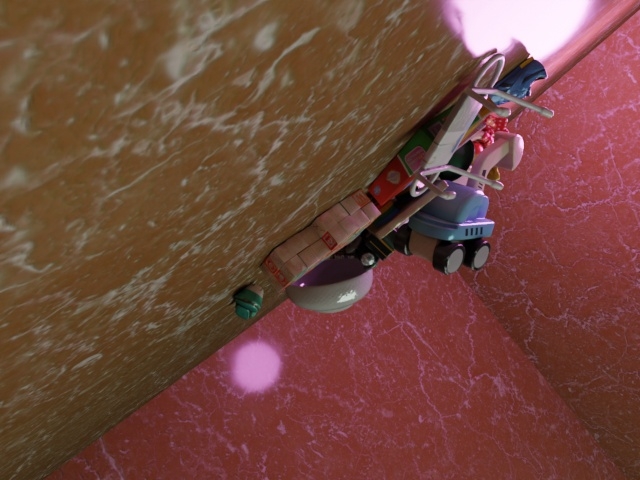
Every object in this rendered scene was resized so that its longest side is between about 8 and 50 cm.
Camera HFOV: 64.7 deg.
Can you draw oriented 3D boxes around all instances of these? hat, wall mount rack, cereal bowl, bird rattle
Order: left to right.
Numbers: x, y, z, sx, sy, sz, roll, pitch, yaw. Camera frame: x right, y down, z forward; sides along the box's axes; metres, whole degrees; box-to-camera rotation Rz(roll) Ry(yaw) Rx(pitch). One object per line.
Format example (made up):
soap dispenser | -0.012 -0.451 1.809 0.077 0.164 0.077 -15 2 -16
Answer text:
cereal bowl | 0.035 0.179 1.903 0.339 0.141 0.339 -8 -167 2
hat | 0.421 -0.315 1.784 0.173 0.183 0.208 -44 -146 35
bird rattle | 0.603 -0.341 1.899 0.207 0.143 0.253 -13 126 -21
wall mount rack | 0.356 -0.216 1.111 0.304 0.130 0.350 -18 143 -49

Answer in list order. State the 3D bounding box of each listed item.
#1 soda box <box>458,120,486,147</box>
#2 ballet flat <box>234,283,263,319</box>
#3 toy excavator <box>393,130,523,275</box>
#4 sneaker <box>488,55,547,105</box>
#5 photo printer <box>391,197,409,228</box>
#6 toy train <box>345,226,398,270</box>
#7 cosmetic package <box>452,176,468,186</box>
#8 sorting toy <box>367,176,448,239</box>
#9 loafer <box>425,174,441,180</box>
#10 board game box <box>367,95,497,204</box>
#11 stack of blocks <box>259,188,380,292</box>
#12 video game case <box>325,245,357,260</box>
soda box | 0.431 -0.324 1.593 0.183 0.058 0.063 -39 174 15
ballet flat | -0.211 0.173 1.505 0.087 0.083 0.247 -62 -177 -21
toy excavator | 0.493 -0.142 1.681 0.433 0.222 0.445 -6 115 -40
sneaker | 0.521 -0.408 1.385 0.209 0.082 0.069 -38 176 12
photo printer | 0.296 -0.068 2.136 0.256 0.107 0.307 -39 -168 0
toy train | 0.197 -0.019 1.862 0.190 0.142 0.334 -42 -167 16
cosmetic package | 0.536 -0.268 2.103 0.296 0.129 0.153 -39 -157 1
sorting toy | 0.244 -0.130 1.601 0.257 0.089 0.255 -38 -173 3
loafer | 0.428 -0.251 1.975 0.268 0.092 0.102 -40 174 19
board game box | 0.283 -0.237 1.329 0.242 0.064 0.316 -35 174 -26
stack of blocks | 0.000 0.000 1.314 0.297 0.087 0.171 -35 173 -32
video game case | 0.150 0.054 2.196 0.210 0.041 0.232 4 -167 35
